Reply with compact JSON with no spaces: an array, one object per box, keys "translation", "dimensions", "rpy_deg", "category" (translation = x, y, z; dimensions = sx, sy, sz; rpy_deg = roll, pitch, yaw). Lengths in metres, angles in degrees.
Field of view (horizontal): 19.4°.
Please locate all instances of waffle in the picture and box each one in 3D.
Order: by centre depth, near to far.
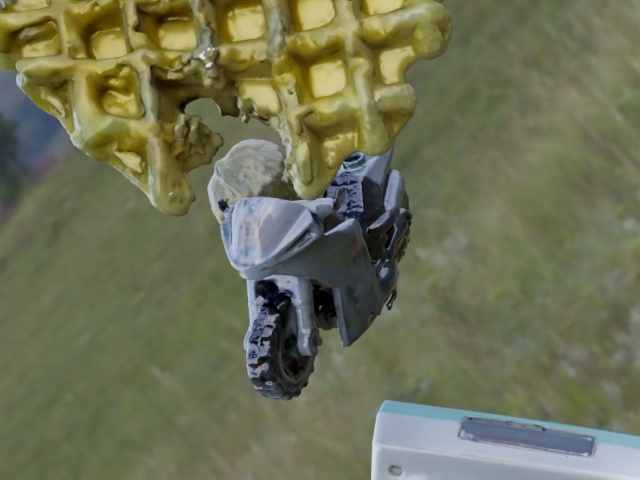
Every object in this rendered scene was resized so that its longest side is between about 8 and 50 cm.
[{"translation":[-0.049,-0.143,1.011],"dimensions":[0.250,0.261,0.056],"rpy_deg":[-52,-19,-5],"category":"waffle"}]

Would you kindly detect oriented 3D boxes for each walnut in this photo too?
[{"translation":[-0.050,-0.039,1.566],"dimensions":[0.092,0.092,0.092],"rpy_deg":[-41,2,2],"category":"walnut"}]

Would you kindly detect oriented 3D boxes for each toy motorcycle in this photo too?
[{"translation":[0.000,0.000,1.461],"dimensions":[0.106,0.159,0.270],"rpy_deg":[-1,32,29],"category":"toy motorcycle"}]

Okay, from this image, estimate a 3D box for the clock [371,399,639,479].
[{"translation":[0.170,0.265,1.615],"dimensions":[0.116,0.262,0.231],"rpy_deg":[-71,-16,-48],"category":"clock"}]
